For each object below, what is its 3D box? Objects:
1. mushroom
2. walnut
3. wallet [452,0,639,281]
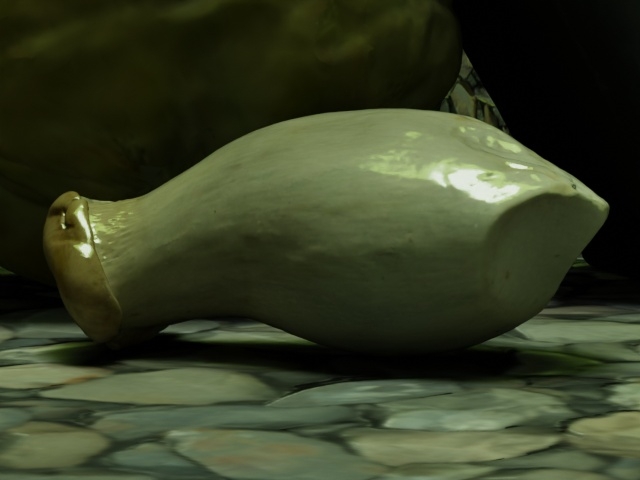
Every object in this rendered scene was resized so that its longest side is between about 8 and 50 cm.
[{"bbox_3d":[0.000,0.002,0.671,0.213,0.088,0.097,-5,36,14],"label":"mushroom"},{"bbox_3d":[-0.081,-0.101,0.876,0.277,0.253,0.282,-4,9,-11],"label":"walnut"},{"bbox_3d":[0.086,-0.163,0.891,0.062,0.406,0.228,-31,7,-7],"label":"wallet"}]
